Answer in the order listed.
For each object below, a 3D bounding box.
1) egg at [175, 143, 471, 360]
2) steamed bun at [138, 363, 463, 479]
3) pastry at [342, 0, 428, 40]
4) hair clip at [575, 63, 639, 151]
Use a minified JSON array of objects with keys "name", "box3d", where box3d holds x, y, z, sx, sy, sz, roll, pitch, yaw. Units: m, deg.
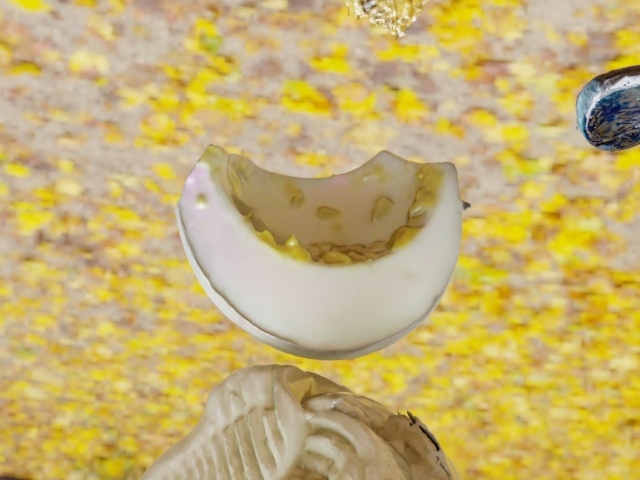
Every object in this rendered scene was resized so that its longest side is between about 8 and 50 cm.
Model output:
[{"name":"egg","box3d":[-0.003,0.019,1.340,0.271,0.206,0.162,-6,168,-11]},{"name":"steamed bun","box3d":[0.001,0.293,1.238,0.394,0.346,0.237,-13,151,43]},{"name":"pastry","box3d":[0.058,-0.218,0.996,0.080,0.140,0.056,30,-178,29]},{"name":"hair clip","box3d":[0.264,-0.034,0.755,0.194,0.206,0.310,-29,159,12]}]
